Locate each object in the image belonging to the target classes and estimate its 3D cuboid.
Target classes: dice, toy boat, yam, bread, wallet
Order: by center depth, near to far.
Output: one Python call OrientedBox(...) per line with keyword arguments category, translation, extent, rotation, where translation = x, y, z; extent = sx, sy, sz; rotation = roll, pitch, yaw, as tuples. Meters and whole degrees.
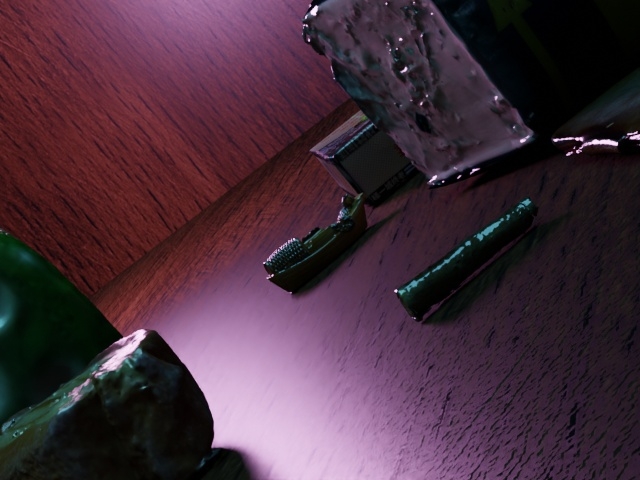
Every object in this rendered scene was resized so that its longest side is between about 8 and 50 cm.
OrientedBox(category="yam", translation=(0.118, 0.015, 1.151), extent=(0.129, 0.033, 0.027), rotation=(-35, -20, -6))
OrientedBox(category="wallet", translation=(0.267, -0.112, 1.159), extent=(0.137, 0.031, 0.255), rotation=(-40, 7, -8))
OrientedBox(category="bread", translation=(-0.186, 0.173, 1.286), extent=(0.244, 0.123, 0.190), rotation=(-29, 11, 45))
OrientedBox(category="dice", translation=(-0.376, 0.170, 1.587), extent=(0.300, 0.287, 0.297), rotation=(-42, 5, -19))
OrientedBox(category="toy boat", translation=(0.000, 0.000, 1.689), extent=(0.149, 0.049, 0.047), rotation=(-40, 7, -13))

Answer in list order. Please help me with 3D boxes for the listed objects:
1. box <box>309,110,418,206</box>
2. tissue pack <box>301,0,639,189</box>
OrientedBox(category="box", translation=(0.097, -0.142, 1.941), extent=(0.198, 0.084, 0.310), rotation=(-39, 7, -1))
OrientedBox(category="tissue pack", translation=(0.222, -0.272, 1.482), extent=(0.416, 0.253, 0.264), rotation=(-43, 9, -20))
